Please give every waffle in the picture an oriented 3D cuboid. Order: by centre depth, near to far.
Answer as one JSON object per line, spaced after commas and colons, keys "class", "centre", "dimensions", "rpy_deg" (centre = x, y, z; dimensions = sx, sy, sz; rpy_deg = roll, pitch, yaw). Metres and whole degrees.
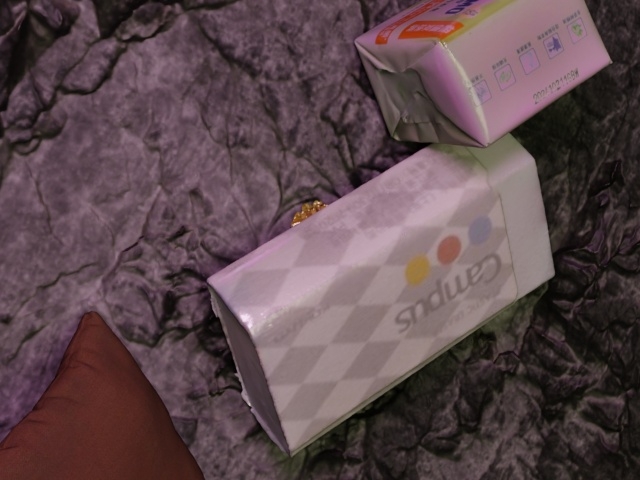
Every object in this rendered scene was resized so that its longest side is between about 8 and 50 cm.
{"class": "waffle", "centre": [0.000, -0.002, 1.568], "dimensions": [0.085, 0.016, 0.078], "rpy_deg": [46, 72, -28]}

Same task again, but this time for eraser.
{"class": "eraser", "centre": [0.079, 0.043, 1.568], "dimensions": [0.396, 0.082, 0.213], "rpy_deg": [-31, 126, -22]}

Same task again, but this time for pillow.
{"class": "pillow", "centre": [-0.209, 0.264, 1.377], "dimensions": [0.305, 0.108, 0.308], "rpy_deg": [65, 27, -21]}

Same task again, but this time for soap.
{"class": "soap", "centre": [0.174, -0.202, 1.538], "dimensions": [0.199, 0.182, 0.138], "rpy_deg": [-33, 112, -22]}
